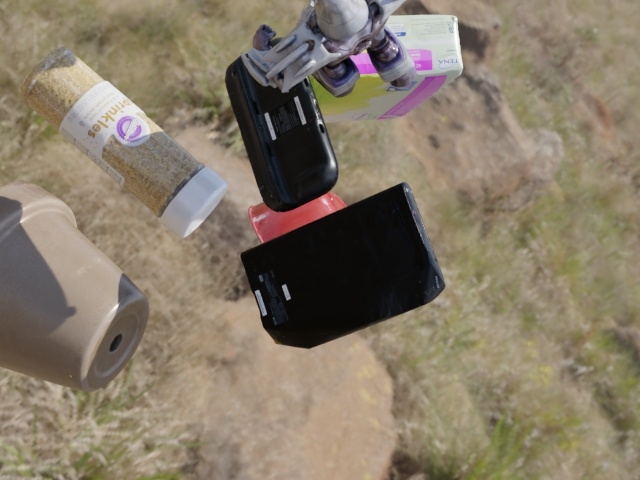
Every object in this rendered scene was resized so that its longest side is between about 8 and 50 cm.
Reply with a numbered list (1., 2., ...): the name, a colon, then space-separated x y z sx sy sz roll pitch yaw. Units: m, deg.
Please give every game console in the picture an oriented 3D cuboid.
1. game console: -0.009 -0.068 1.164 0.044 0.213 0.361 13 56 -68

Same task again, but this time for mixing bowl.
1. mixing bowl: 0.000 0.000 1.299 0.181 0.098 0.181 51 10 -13

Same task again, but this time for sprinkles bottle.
1. sprinkles bottle: -0.320 -0.159 1.647 0.355 0.121 0.121 40 25 0

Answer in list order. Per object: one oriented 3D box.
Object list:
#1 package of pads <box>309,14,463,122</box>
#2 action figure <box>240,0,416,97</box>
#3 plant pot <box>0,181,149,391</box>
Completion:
1. package of pads: 0.052 -0.245 1.501 0.296 0.229 0.101 152 -68 -77
2. action figure: 0.019 -0.196 0.945 0.099 0.185 0.285 64 5 5
3. plant pot: -0.361 0.084 1.360 0.229 0.263 0.263 27 20 15
